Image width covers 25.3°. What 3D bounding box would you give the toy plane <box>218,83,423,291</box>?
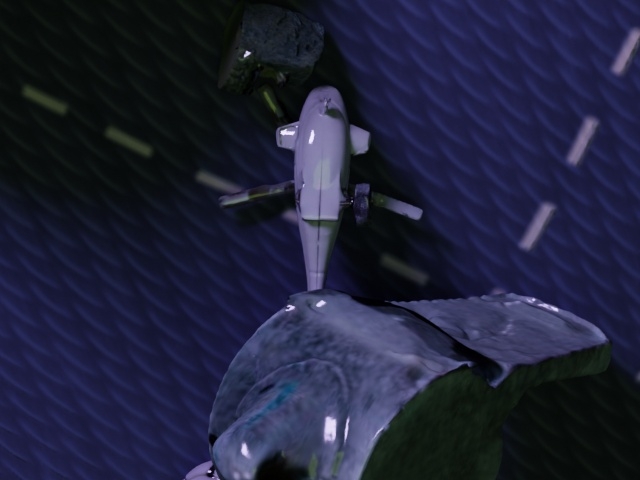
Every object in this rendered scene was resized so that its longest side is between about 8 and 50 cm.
[{"bbox_3d":[-0.011,0.001,1.263,0.182,0.107,0.273,20,84,0],"label":"toy plane"}]

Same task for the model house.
[{"bbox_3d":[-0.042,-0.164,1.256,0.083,0.079,0.066,13,150,-19],"label":"model house"}]

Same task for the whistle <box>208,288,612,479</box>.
[{"bbox_3d":[0.080,0.122,1.199,0.404,0.168,0.188,-37,132,-31],"label":"whistle"}]

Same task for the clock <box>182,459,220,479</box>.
[{"bbox_3d":[-0.079,0.293,1.383,0.117,0.080,0.176,-41,106,9],"label":"clock"}]
